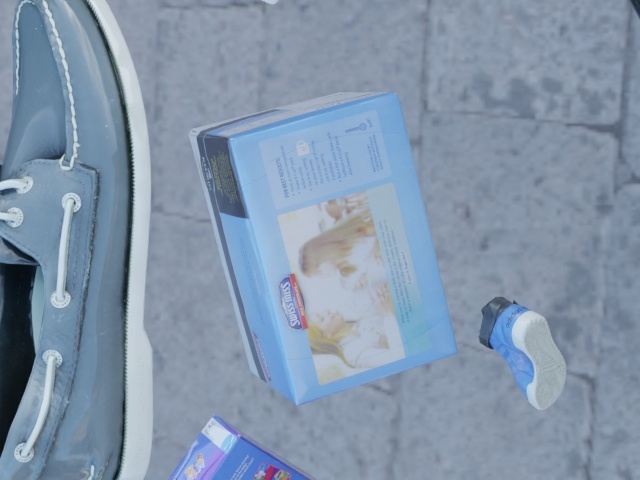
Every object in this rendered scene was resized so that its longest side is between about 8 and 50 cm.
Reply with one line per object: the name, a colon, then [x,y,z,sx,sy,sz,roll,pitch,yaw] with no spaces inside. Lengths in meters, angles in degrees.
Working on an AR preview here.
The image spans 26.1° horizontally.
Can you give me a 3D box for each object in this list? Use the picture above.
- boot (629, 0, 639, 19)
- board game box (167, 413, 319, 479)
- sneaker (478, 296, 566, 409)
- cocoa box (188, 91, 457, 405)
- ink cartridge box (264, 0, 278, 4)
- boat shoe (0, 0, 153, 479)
boot: [0.404,-0.403,1.415,0.377,0.284,0.138,61,156,-12]
board game box: [-0.149,0.441,1.876,0.347,0.233,0.078,-55,35,-5]
sneaker: [0.227,0.124,1.578,0.085,0.058,0.152,33,157,44]
cocoa box: [0.000,0.000,1.766,0.228,0.232,0.347,-162,57,-71]
ink cartridge box: [-0.052,-0.345,1.018,0.283,0.207,0.117,-51,33,33]
boat shoe: [-0.165,-0.002,0.820,0.116,0.099,0.319,-2,92,59]
